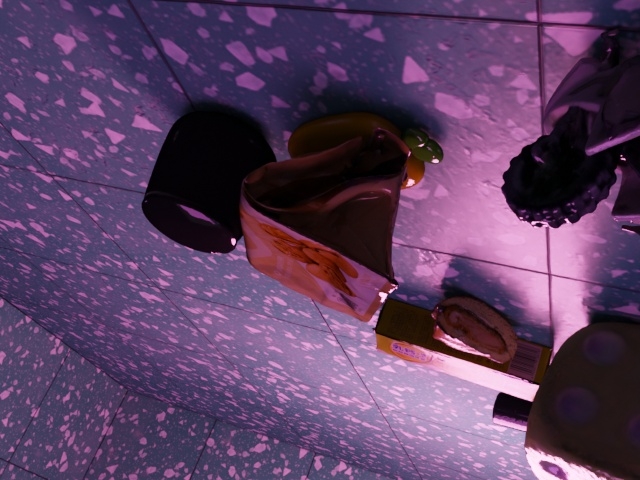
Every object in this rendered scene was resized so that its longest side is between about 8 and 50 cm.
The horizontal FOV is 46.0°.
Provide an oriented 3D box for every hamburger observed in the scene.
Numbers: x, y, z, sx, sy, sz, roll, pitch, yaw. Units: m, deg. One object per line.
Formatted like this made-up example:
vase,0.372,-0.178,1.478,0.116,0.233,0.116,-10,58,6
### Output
hamburger,0.251,0.148,1.314,0.176,0.087,0.102,24,168,-19

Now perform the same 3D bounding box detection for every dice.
dice,0.481,0.293,1.153,0.252,0.250,0.254,18,152,39

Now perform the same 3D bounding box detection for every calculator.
calculator,0.055,-0.113,1.001,0.234,0.032,0.146,0,147,44

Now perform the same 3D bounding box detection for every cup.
cup,-0.153,-0.067,1.107,0.169,0.177,0.223,8,151,23

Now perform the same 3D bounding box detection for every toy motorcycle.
toy motorcycle,0.317,-0.111,0.646,0.327,0.188,0.143,-15,127,33

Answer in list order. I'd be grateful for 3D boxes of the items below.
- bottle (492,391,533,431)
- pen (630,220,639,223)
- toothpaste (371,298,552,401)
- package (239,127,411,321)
bottle,0.489,0.380,1.584,0.244,0.072,0.082,11,131,26
pen,0.461,-0.015,0.856,0.204,0.025,0.025,11,153,24
toothpaste,0.264,0.207,1.420,0.327,0.077,0.110,16,157,15
package,0.019,-0.026,1.006,0.221,0.165,0.311,27,164,5
